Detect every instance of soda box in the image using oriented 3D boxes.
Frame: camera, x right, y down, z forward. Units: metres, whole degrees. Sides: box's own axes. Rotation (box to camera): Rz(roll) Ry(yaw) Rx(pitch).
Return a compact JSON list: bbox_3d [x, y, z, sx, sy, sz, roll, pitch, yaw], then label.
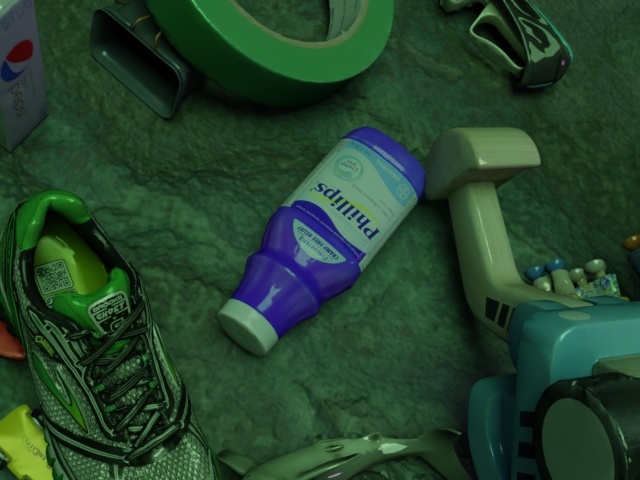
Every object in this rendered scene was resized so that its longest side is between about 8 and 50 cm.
[{"bbox_3d":[-0.332,-0.182,0.811,0.074,0.216,0.069,33,62,1],"label":"soda box"}]

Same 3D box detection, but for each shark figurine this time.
[{"bbox_3d":[0.012,0.251,0.788,0.278,0.166,0.116,-7,94,-35],"label":"shark figurine"}]

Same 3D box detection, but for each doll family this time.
[{"bbox_3d":[0.366,0.075,0.888,0.118,0.263,0.163,28,41,-44],"label":"doll family"}]

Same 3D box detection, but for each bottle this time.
[{"bbox_3d":[0.000,0.000,0.879,0.118,0.092,0.283,40,64,3],"label":"bottle"}]

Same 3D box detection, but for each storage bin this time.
[{"bbox_3d":[-0.188,-0.230,0.942,0.135,0.098,0.091,40,54,6],"label":"storage bin"}]

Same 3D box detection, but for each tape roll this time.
[{"bbox_3d":[-0.059,-0.321,0.951,0.321,0.077,0.321,12,68,-34],"label":"tape roll"}]

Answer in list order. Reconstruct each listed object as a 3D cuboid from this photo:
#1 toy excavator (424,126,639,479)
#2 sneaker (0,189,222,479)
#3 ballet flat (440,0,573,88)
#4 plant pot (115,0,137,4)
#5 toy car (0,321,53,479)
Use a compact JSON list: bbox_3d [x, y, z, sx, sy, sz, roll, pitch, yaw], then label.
[{"bbox_3d":[0.224,0.114,0.772,0.222,0.445,0.432,-4,101,-21],"label":"toy excavator"},{"bbox_3d":[-0.193,0.112,0.698,0.134,0.146,0.343,-27,78,-31],"label":"sneaker"},{"bbox_3d":[0.227,-0.321,1.080,0.096,0.095,0.280,-30,76,-11],"label":"ballet flat"},{"bbox_3d":[-0.195,-0.360,0.990,0.109,0.096,0.109,4,66,-13],"label":"plant pot"},{"bbox_3d":[-0.343,0.150,0.754,0.225,0.053,0.239,-9,69,-17],"label":"toy car"}]
